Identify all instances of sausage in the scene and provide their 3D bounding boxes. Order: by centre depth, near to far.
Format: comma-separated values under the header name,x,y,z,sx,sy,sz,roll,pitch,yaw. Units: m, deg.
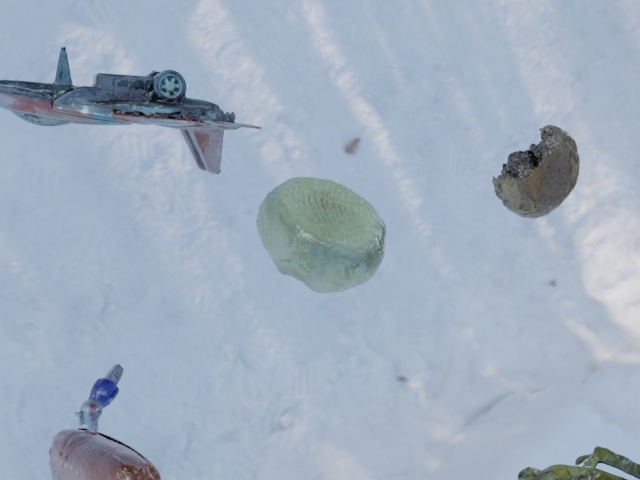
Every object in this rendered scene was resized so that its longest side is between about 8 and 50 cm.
name,x,y,z,sx,sy,sz,roll,pitch,yaw
sausage,-0.312,0.328,1.129,0.102,0.330,0.102,2,87,-34

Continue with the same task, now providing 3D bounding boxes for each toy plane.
name,x,y,z,sx,sy,sz,roll,pitch,yaw
toy plane,-0.241,-0.164,0.930,0.326,0.223,0.105,14,94,-23

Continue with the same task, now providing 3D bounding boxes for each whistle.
name,x,y,z,sx,sy,sz,roll,pitch,yaw
whistle,-0.238,0.171,0.864,0.033,0.029,0.083,58,38,-30

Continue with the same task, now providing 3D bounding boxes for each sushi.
name,x,y,z,sx,sy,sz,roll,pitch,yaw
sushi,0.260,0.344,0.918,0.139,0.291,0.131,26,43,-9

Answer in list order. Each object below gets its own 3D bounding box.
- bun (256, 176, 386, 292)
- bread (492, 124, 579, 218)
name,x,y,z,sx,sy,sz,roll,pitch,yaw
bun,0.000,0.000,1.125,0.195,0.195,0.118,-4,130,-39
bread,0.253,-0.074,0.923,0.113,0.060,0.082,-42,115,-15
